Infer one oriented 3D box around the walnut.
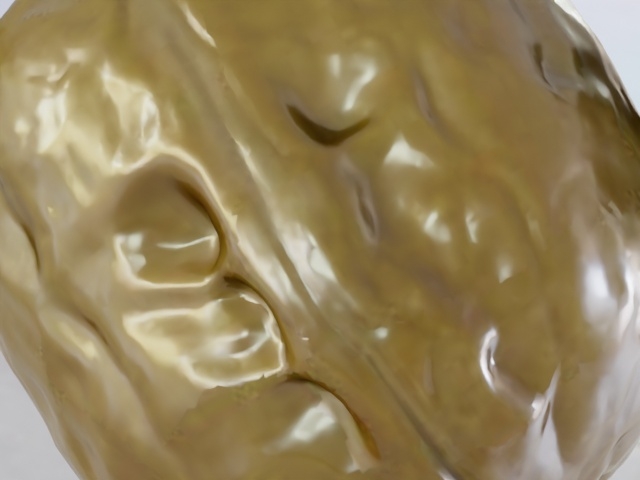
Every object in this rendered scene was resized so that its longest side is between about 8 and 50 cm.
[{"bbox_3d":[0.000,0.000,1.045,0.398,0.354,0.308,54,14,8],"label":"walnut"}]
